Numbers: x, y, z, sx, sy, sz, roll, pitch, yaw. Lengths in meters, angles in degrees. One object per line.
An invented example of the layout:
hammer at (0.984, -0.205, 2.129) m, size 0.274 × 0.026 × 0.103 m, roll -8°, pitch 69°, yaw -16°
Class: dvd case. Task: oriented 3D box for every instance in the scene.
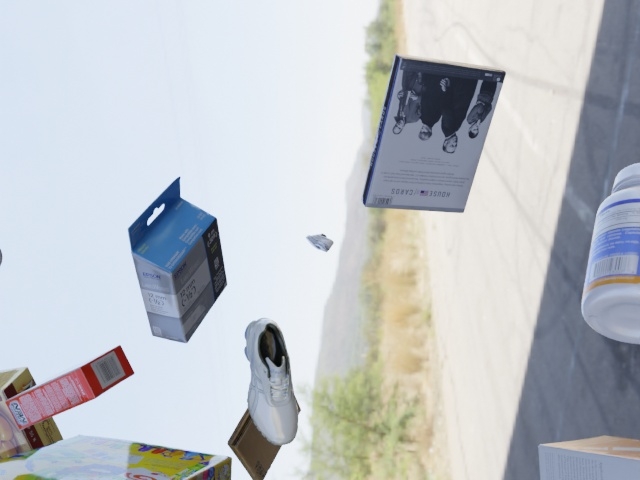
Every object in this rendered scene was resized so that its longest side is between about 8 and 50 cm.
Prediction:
dvd case at (0.172, -0.158, 1.196) m, size 0.030 × 0.179 × 0.239 m, roll -120°, pitch 38°, yaw -57°

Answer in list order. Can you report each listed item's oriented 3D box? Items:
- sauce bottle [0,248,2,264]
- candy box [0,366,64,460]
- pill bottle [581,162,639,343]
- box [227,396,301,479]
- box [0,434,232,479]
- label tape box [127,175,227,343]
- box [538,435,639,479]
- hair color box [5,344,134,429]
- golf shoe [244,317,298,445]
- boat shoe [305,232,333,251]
sauce bottle at (-0.625, -0.029, 1.248) m, size 0.111 × 0.344 × 0.112 m, roll -25°, pitch -54°, yaw -39°
candy box at (-0.672, 0.356, 1.494) m, size 0.087 × 0.316 × 0.183 m, roll -57°, pitch -48°, yaw -62°
pill bottle at (0.508, 0.013, 1.225) m, size 0.152 × 0.152 × 0.272 m, roll 87°, pitch -158°, yaw -55°
box at (-0.096, 0.335, 1.403) m, size 0.164 × 0.021 × 0.201 m, roll -59°, pitch -25°, yaw -27°
box at (-0.319, 0.405, 1.102) m, size 0.279 × 0.289 × 0.177 m, roll 7°, pitch -94°, yaw -70°
label tape box at (-0.356, 0.050, 1.982) m, size 0.249 × 0.115 × 0.348 m, roll -59°, pitch -26°, yaw -48°
box at (0.642, 0.501, 1.555) m, size 0.345 × 0.214 × 0.168 m, roll -13°, pitch 77°, yaw 59°
hair color box at (-0.366, 0.215, 1.133) m, size 0.053 × 0.167 × 0.093 m, roll 65°, pitch -152°, yaw -3°
golf shoe at (-0.067, 0.191, 1.051) m, size 0.086 × 0.069 × 0.176 m, roll 138°, pitch 119°, yaw -72°
boat shoe at (0.000, 0.000, 1.852) m, size 0.035 × 0.035 × 0.100 m, roll 53°, pitch 165°, yaw -25°
